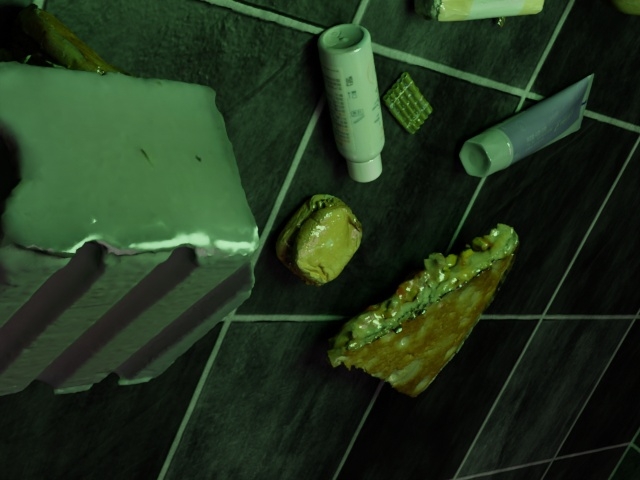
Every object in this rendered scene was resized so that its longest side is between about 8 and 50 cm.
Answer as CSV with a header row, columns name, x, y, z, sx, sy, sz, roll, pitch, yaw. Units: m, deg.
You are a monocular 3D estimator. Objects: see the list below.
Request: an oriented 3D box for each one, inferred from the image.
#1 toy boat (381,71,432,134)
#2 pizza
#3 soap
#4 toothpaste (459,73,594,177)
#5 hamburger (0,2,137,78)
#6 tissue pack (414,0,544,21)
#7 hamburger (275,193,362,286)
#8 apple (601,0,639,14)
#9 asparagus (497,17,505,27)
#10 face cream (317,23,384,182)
name,x,y,z,sx,sy,sz,roll,pitch,yaw
toy boat,0.145,-0.228,1.612,0.063,0.016,0.115,-51,141,-1
pizza,0.165,0.146,1.843,0.406,0.130,0.440,-6,134,-41
soap,-0.279,0.014,1.076,0.350,0.213,0.435,0,155,-36
toothpaste,0.413,-0.212,1.846,0.371,0.080,0.125,-27,135,-35
hamburger,-0.297,-0.179,1.103,0.113,0.177,0.185,-49,169,8
tissue pack,0.256,-0.433,1.484,0.222,0.090,0.186,-11,125,-31
hamburger,0.000,0.000,1.599,0.147,0.083,0.138,-52,138,-2
apple,0.543,-0.506,1.599,0.234,0.257,0.257,-36,142,6
asparagus,0.301,-0.458,1.579,0.023,0.022,0.233,-77,166,-50
face cream,0.054,-0.203,1.491,0.082,0.082,0.269,-35,139,-20
